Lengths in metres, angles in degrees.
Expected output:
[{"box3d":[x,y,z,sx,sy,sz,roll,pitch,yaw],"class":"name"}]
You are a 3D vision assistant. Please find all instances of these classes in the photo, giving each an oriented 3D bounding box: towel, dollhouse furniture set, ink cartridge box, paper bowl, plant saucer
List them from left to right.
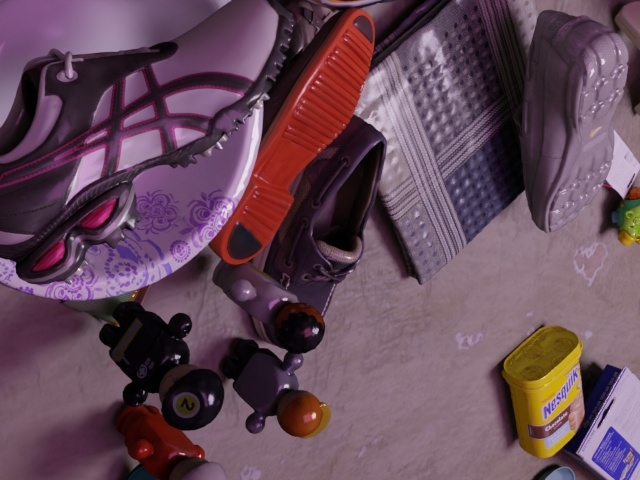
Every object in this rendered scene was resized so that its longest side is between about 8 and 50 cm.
[{"box3d":[-0.200,-0.106,0.729,0.284,0.148,0.284,-13,113,-32],"class":"paper bowl"},{"box3d":[-0.173,0.015,0.867,0.076,0.058,0.151,26,88,-43],"class":"dollhouse furniture set"},{"box3d":[0.168,-0.151,1.113,0.312,0.056,0.324,-41,131,-18],"class":"towel"},{"box3d":[0.381,0.429,1.531,0.119,0.021,0.119,-16,115,-36],"class":"plant saucer"},{"box3d":[0.431,-0.114,1.359,0.115,0.029,0.063,34,83,-44],"class":"ink cartridge box"},{"box3d":[0.499,0.320,1.548,0.165,0.065,0.333,-57,139,-7],"class":"ink cartridge box"}]

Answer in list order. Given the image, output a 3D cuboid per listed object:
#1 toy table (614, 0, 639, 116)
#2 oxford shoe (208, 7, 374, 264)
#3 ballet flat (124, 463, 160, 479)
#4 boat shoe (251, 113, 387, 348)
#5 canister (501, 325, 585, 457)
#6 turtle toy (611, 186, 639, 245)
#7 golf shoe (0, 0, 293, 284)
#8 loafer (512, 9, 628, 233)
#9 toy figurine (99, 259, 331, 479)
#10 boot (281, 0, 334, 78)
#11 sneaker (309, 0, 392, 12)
[{"box3d":[0.546,-0.266,1.276,0.161,0.274,0.252,-37,161,-12],"class":"toy table"},{"box3d":[-0.048,-0.115,0.882,0.271,0.098,0.097,-56,149,1],"class":"oxford shoe"},{"box3d":[-0.194,0.327,0.972,0.074,0.074,0.203,18,88,-43],"class":"ballet flat"},{"box3d":[0.000,0.000,0.974,0.103,0.092,0.285,-4,117,-44],"class":"boat shoe"},{"box3d":[0.344,0.232,1.389,0.126,0.073,0.170,-35,128,-26],"class":"canister"},{"box3d":[0.501,-0.045,1.418,0.130,0.066,0.095,-1,134,-45],"class":"turtle toy"},{"box3d":[-0.131,-0.095,0.628,0.273,0.105,0.120,-47,119,-16],"class":"golf shoe"},{"box3d":[0.292,-0.137,1.113,0.112,0.111,0.319,-29,143,-20],"class":"loafer"},{"box3d":[-0.093,0.140,0.898,0.209,0.148,0.213,-25,135,-32],"class":"toy figurine"},{"box3d":[-0.008,-0.193,0.944,0.087,0.042,0.118,-54,140,-21],"class":"boot"},{"box3d":[0.074,-0.303,0.923,0.321,0.127,0.126,-26,111,-53],"class":"sneaker"}]
